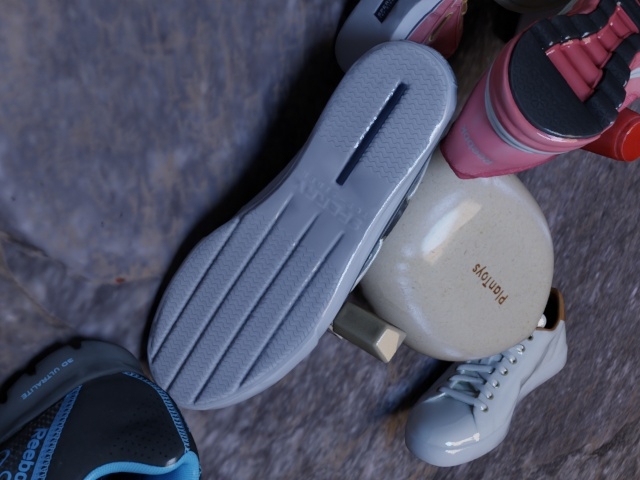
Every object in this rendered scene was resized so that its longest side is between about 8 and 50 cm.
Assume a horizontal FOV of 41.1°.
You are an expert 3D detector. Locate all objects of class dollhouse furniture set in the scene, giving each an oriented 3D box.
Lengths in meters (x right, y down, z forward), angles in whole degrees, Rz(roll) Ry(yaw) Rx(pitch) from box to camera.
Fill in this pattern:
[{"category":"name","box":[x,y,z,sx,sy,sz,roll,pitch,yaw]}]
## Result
[{"category":"dollhouse furniture set","box":[0.021,0.096,0.767,0.091,0.114,0.081,-54,143,-11]}]

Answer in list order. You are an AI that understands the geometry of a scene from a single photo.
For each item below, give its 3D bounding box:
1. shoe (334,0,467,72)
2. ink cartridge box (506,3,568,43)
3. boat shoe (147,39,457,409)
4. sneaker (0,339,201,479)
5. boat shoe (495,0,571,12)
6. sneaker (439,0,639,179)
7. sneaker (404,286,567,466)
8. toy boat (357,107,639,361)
[{"category":"shoe","box":[0.089,-0.196,0.667,0.081,0.063,0.178,-10,151,-46]},{"category":"ink cartridge box","box":[0.313,-0.263,0.796,0.224,0.045,0.223,12,108,-1]},{"category":"boat shoe","box":[0.000,0.000,0.679,0.335,0.121,0.119,-49,164,8]},{"category":"sneaker","box":[-0.229,0.219,0.565,0.341,0.140,0.125,-47,140,-12]},{"category":"boat shoe","box":[0.117,-0.304,0.641,0.340,0.127,0.113,24,55,-47]},{"category":"sneaker","box":[0.206,-0.143,0.711,0.314,0.136,0.115,-32,87,-36]},{"category":"sneaker","box":[0.189,0.137,0.975,0.290,0.106,0.123,-33,129,-42]},{"category":"toy boat","box":[0.168,-0.033,0.836,0.318,0.148,0.267,-45,132,-6]}]
